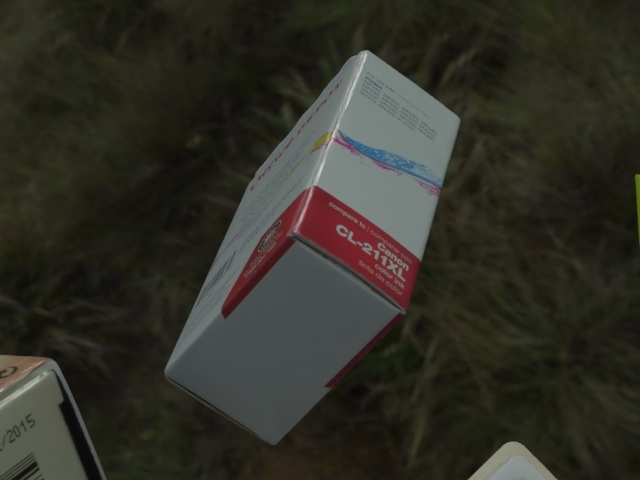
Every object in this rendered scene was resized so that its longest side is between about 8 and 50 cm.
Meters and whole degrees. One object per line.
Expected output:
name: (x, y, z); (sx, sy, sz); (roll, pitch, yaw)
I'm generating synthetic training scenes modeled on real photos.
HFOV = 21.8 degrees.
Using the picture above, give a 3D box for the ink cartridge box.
ink cartridge box: (0.000, 0.000, 0.881); (0.127, 0.072, 0.175); (-48, 13, 37)

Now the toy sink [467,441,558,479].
toy sink: (0.102, 0.226, 1.019); (0.131, 0.153, 0.234); (45, 129, 8)

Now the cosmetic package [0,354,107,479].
cosmetic package: (-0.255, 0.150, 0.909); (0.296, 0.129, 0.153); (1, 117, 41)

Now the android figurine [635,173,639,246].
android figurine: (0.369, -0.017, 1.693); (0.056, 0.248, 0.273); (-6, 94, 0)
